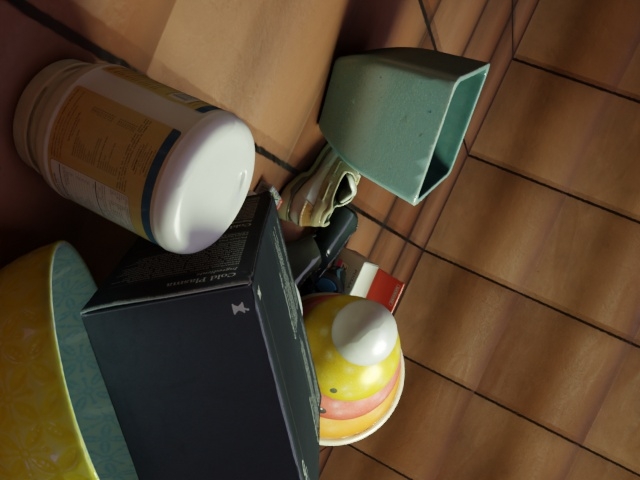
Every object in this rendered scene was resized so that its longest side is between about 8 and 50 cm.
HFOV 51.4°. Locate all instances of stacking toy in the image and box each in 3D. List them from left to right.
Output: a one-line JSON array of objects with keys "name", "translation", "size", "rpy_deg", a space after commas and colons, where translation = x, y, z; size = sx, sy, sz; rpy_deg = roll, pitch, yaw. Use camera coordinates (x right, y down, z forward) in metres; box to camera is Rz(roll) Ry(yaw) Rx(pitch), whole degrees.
[{"name": "stacking toy", "translation": [0.044, 0.216, 1.346], "size": [0.350, 0.350, 0.480], "rpy_deg": [-58, 175, -22]}]

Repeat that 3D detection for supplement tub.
[{"name": "supplement tub", "translation": [-0.181, -0.087, 0.654], "size": [0.144, 0.200, 0.144], "rpy_deg": [-54, 159, -31]}]

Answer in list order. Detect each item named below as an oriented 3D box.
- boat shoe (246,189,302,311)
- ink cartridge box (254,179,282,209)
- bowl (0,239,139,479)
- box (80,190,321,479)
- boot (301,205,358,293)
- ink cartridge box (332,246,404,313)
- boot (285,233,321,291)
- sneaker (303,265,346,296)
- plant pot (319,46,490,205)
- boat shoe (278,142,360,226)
[{"name": "boat shoe", "translation": [-0.117, 0.055, 1.149], "size": [0.094, 0.109, 0.302], "rpy_deg": [-35, 124, -27]}, {"name": "ink cartridge box", "translation": [-0.098, -0.059, 1.226], "size": [0.063, 0.029, 0.115], "rpy_deg": [-62, 162, -11]}, {"name": "bowl", "translation": [-0.297, 0.158, 0.671], "size": [0.156, 0.289, 0.289], "rpy_deg": [-16, 148, -9]}, {"name": "box", "translation": [-0.116, 0.154, 0.829], "size": [0.312, 0.179, 0.343], "rpy_deg": [-92, 170, -71]}, {"name": "boot", "translation": [0.000, 0.000, 1.481], "size": [0.207, 0.094, 0.246], "rpy_deg": [-57, 168, -12]}, {"name": "ink cartridge box", "translation": [0.083, 0.185, 1.773], "size": [0.060, 0.239, 0.275], "rpy_deg": [17, 100, -33]}, {"name": "boot", "translation": [-0.045, 0.093, 1.310], "size": [0.137, 0.077, 0.198], "rpy_deg": [-19, 107, -26]}, {"name": "sneaker", "translation": [-0.003, 0.223, 1.744], "size": [0.341, 0.125, 0.139], "rpy_deg": [-69, 171, 25]}, {"name": "plant pot", "translation": [0.147, -0.256, 1.300], "size": [0.247, 0.252, 0.248], "rpy_deg": [-36, 147, -56]}, {"name": "boat shoe", "translation": [0.028, -0.120, 1.386], "size": [0.302, 0.103, 0.113], "rpy_deg": [-51, 158, -41]}]
